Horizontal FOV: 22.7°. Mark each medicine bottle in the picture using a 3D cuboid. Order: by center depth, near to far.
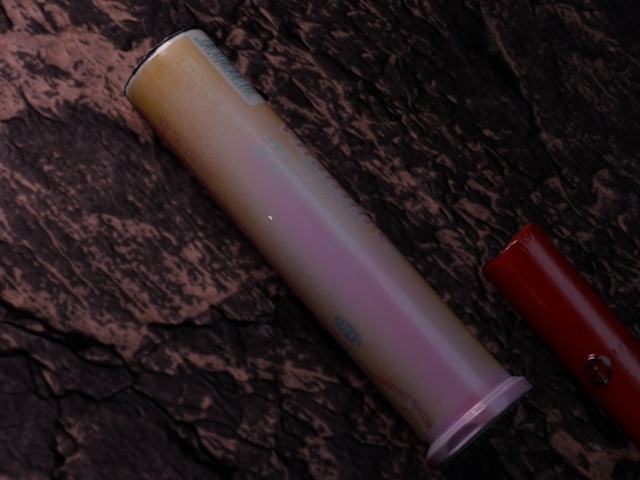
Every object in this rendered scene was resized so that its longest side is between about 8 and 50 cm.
[{"bbox_3d":[0.000,0.000,1.360,0.426,0.108,0.108,49,40,11],"label":"medicine bottle"}]

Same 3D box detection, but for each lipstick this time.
[{"bbox_3d":[0.265,0.108,1.496,0.279,0.073,0.073,49,40,8],"label":"lipstick"}]

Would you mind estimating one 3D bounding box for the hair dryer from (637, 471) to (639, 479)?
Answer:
[{"bbox_3d":[0.426,0.274,1.392,0.320,0.284,0.155,14,74,11],"label":"hair dryer"}]
